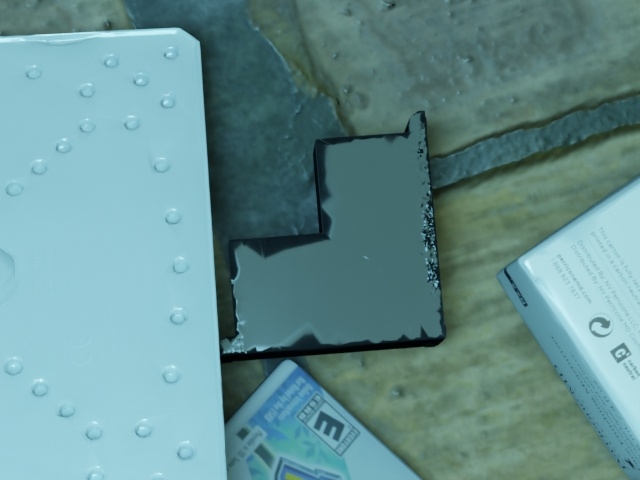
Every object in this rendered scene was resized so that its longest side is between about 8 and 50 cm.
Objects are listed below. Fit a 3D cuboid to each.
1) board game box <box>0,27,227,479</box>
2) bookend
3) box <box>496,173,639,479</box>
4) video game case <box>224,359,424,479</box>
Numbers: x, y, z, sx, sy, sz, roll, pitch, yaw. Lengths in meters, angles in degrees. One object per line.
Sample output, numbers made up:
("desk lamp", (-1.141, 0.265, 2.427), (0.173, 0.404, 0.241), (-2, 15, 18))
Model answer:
("board game box", (-0.262, 0.038, 1.267), (0.389, 0.050, 0.390), (-4, 57, -3))
("bookend", (0.000, 0.000, 1.352), (0.157, 0.072, 0.156), (-5, 83, -3))
("box", (0.246, 0.044, 1.334), (0.182, 0.119, 0.181), (-33, 86, -5))
("video game case", (0.000, 0.271, 1.244), (0.300, 0.036, 0.329), (43, 46, 1))
